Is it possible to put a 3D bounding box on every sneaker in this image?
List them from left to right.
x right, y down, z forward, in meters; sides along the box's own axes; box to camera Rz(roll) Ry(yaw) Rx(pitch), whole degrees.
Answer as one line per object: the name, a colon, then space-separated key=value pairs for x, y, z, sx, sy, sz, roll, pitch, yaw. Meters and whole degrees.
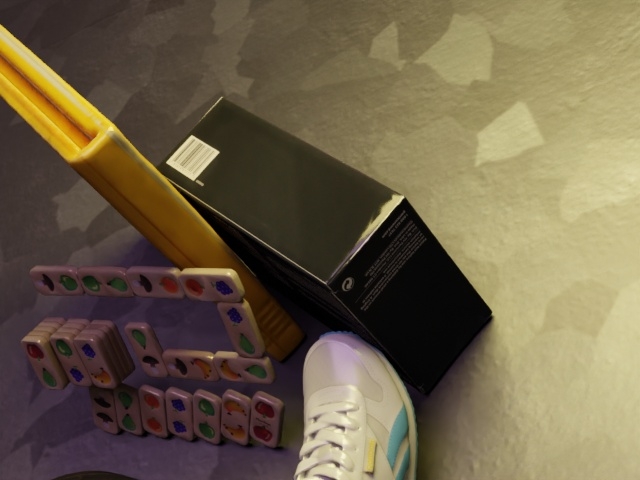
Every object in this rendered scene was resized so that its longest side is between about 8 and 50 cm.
sneaker: x=0.022 y=0.179 z=1.014 sx=0.087 sy=0.092 sz=0.228 roll=-18 pitch=69 yaw=28

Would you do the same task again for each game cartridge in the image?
game cartridge: x=-0.175 y=-0.045 z=1.200 sx=0.053 sy=0.323 sz=0.285 roll=-44 pitch=44 yaw=-6

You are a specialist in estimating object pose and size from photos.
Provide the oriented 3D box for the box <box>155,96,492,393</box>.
box: x=0.000 y=0.000 z=1.146 sx=0.103 sy=0.184 sz=0.261 roll=-48 pitch=45 yaw=-10

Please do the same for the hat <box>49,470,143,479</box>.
hat: x=-0.175 y=0.298 z=1.048 sx=0.331 sy=0.331 sz=0.133 roll=10 pitch=102 yaw=39

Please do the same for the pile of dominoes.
pile of dominoes: x=-0.152 y=0.113 z=1.156 sx=0.251 sy=0.196 sz=0.040 roll=0 pitch=33 yaw=34
